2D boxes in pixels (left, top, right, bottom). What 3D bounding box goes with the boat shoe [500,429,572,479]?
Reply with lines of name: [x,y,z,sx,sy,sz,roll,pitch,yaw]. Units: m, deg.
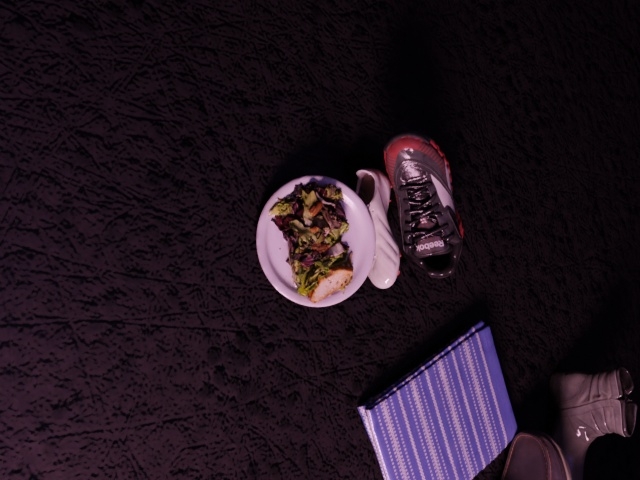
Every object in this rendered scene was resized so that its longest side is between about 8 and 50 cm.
boat shoe: [0.353,0.508,1.494,0.130,0.132,0.355,18,72,-38]

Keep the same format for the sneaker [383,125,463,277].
sneaker: [0.169,-0.050,1.364,0.135,0.098,0.276,-84,158,-50]

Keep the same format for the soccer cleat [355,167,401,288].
soccer cleat: [0.083,-0.021,1.365,0.076,0.068,0.196,15,67,-52]

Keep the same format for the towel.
towel: [0.212,0.309,1.466,0.336,0.040,0.243,-28,105,-38]

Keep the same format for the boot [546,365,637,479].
boot: [0.520,0.363,1.634,0.083,0.161,0.246,9,79,-39]

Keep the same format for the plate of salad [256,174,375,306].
plate of salad: [0.000,0.000,1.282,0.200,0.048,0.199,1,87,-25]
